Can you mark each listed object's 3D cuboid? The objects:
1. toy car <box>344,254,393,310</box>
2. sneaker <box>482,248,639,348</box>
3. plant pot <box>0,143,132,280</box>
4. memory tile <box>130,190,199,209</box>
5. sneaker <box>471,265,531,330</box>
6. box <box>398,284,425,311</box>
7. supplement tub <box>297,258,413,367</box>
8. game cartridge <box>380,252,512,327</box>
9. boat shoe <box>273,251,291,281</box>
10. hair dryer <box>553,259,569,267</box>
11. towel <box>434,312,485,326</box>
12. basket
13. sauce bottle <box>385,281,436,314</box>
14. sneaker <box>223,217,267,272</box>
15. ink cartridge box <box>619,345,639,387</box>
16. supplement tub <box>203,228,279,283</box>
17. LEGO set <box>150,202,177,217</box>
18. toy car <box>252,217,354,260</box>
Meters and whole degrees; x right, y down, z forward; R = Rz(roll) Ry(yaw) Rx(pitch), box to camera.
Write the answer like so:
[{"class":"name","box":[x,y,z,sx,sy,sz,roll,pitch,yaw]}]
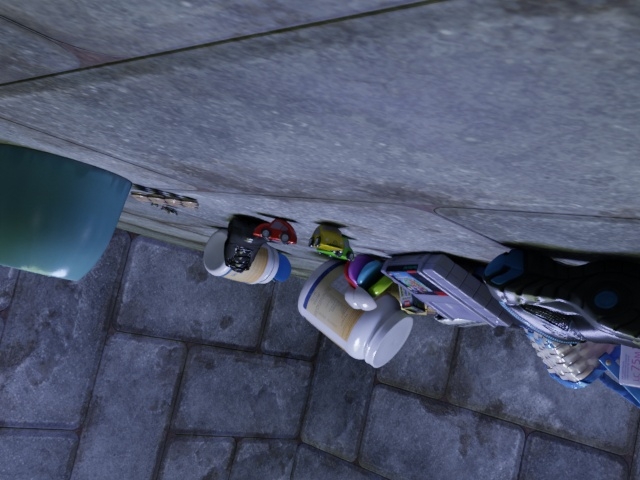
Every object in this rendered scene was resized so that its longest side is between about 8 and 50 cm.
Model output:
[{"class":"toy car","box":[0.130,0.100,1.899,0.136,0.159,0.182,51,167,-8]},{"class":"sneaker","box":[0.429,0.107,1.102,0.341,0.125,0.139,18,148,48]},{"class":"plant pot","box":[-0.571,-0.046,1.456,0.293,0.235,0.293,12,174,1]},{"class":"memory tile","box":[-0.350,-0.090,1.562,0.148,0.012,0.113,8,176,-8]},{"class":"sneaker","box":[0.437,0.113,1.583,0.232,0.090,0.081,40,163,-26]},{"class":"box","box":[0.281,0.161,2.133,0.036,0.114,0.207,-11,167,17]},{"class":"supplement tub","box":[0.109,0.227,2.164,0.316,0.228,0.228,36,-174,27]},{"class":"game cartridge","box":[0.286,0.116,1.640,0.230,0.068,0.355,31,171,-10]},{"class":"boat shoe","box":[-0.192,0.061,2.432,0.089,0.109,0.258,17,161,36]},{"class":"hair dryer","box":[0.538,0.090,1.254,0.293,0.080,0.224,25,-177,-40]},{"class":"towel","box":[0.564,0.247,2.217,0.324,0.056,0.312,-11,164,24]},{"class":"basket","box":[0.641,0.270,1.637,0.289,0.201,0.255,50,180,-7]},{"class":"sauce bottle","box":[0.351,0.200,2.343,0.344,0.111,0.111,5,173,11]},{"class":"sneaker","box":[-0.189,0.016,1.736,0.109,0.130,0.286,16,173,-8]},{"class":"ink cartridge box","box":[0.757,0.243,1.523,0.311,0.185,0.065,17,167,-38]},{"class":"supplement tub","box":[-0.240,0.054,2.115,0.200,0.144,0.144,19,172,-43]},{"class":"LEGO set","box":[-0.397,-0.084,1.786,0.054,0.023,0.083,8,160,22]},{"class":"toy car","box":[0.000,0.000,1.534,0.239,0.053,0.225,9,174,38]}]
